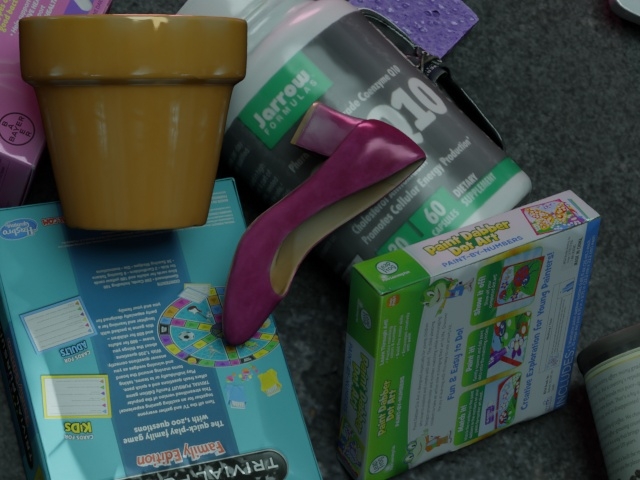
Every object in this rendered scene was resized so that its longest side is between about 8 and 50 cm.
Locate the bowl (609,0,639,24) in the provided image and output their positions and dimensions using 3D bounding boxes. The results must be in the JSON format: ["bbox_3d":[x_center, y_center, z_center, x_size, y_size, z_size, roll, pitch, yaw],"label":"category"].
[{"bbox_3d":[0.397,-0.300,2.095,0.142,0.053,0.142,16,67,-11],"label":"bowl"}]

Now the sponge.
[{"bbox_3d":[0.069,-0.214,1.961,0.117,0.031,0.210,42,59,3],"label":"sponge"}]

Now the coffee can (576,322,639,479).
[{"bbox_3d":[0.376,0.221,1.748,0.201,0.201,0.275,-4,71,-21],"label":"coffee can"}]

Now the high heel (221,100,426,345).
[{"bbox_3d":[0.000,0.000,1.660,0.117,0.082,0.244,25,87,20],"label":"high heel"}]

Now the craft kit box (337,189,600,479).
[{"bbox_3d":[0.137,0.095,1.716,0.247,0.250,0.061,-20,45,-28],"label":"craft kit box"}]

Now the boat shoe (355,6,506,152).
[{"bbox_3d":[0.109,-0.158,1.890,0.080,0.076,0.228,-44,100,-30],"label":"boat shoe"}]

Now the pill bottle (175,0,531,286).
[{"bbox_3d":[0.016,-0.108,1.792,0.361,0.204,0.204,44,60,6],"label":"pill bottle"}]

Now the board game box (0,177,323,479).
[{"bbox_3d":[-0.164,0.120,1.694,0.254,0.079,0.336,-8,69,-23],"label":"board game box"}]

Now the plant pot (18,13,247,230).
[{"bbox_3d":[-0.168,-0.106,1.639,0.205,0.205,0.188,-1,95,-19],"label":"plant pot"}]

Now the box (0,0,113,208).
[{"bbox_3d":[-0.356,-0.177,1.749,0.243,0.117,0.213,24,60,-6],"label":"box"}]
